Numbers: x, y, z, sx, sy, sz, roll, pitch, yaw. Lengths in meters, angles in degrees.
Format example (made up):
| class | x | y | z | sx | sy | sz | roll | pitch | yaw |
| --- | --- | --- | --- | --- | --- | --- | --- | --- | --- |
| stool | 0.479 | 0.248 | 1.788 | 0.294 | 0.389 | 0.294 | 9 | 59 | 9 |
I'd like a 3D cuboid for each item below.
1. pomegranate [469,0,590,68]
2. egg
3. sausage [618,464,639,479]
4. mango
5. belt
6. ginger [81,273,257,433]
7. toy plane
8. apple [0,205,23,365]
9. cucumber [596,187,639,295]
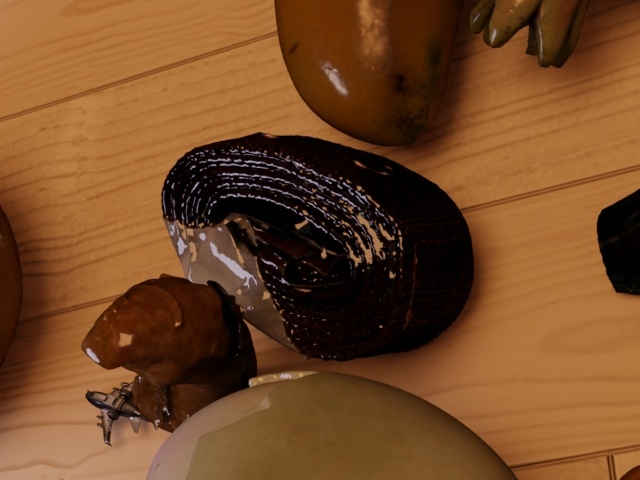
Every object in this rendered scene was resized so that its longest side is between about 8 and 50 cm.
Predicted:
| class | x | y | z | sx | sy | sz | roll | pitch | yaw |
| --- | --- | --- | --- | --- | --- | --- | --- | --- | --- |
| pomegranate | 0.215 | -0.339 | 1.360 | 0.216 | 0.310 | 0.358 | 42 | 114 | 50 |
| egg | -0.001 | 0.245 | 1.240 | 0.336 | 0.278 | 0.278 | 13 | 78 | 33 |
| sausage | 0.227 | 0.295 | 1.195 | 0.109 | 0.109 | 0.270 | 20 | 74 | 33 |
| mango | 0.050 | -0.242 | 1.461 | 0.211 | 0.173 | 0.317 | -9 | 76 | 47 |
| belt | 0.000 | 0.000 | 1.413 | 0.289 | 0.164 | 0.184 | 25 | 110 | 32 |
| ginger | -0.119 | 0.109 | 1.363 | 0.133 | 0.309 | 0.107 | -22 | 68 | -2 |
| toy plane | -0.203 | 0.163 | 1.531 | 0.083 | 0.031 | 0.078 | 17 | 65 | 30 |
| apple | -0.505 | 0.044 | 1.560 | 0.400 | 0.333 | 0.400 | -10 | 66 | 24 |
| cucumber | 0.326 | -0.017 | 1.288 | 0.193 | 0.086 | 0.115 | -16 | 66 | 30 |
